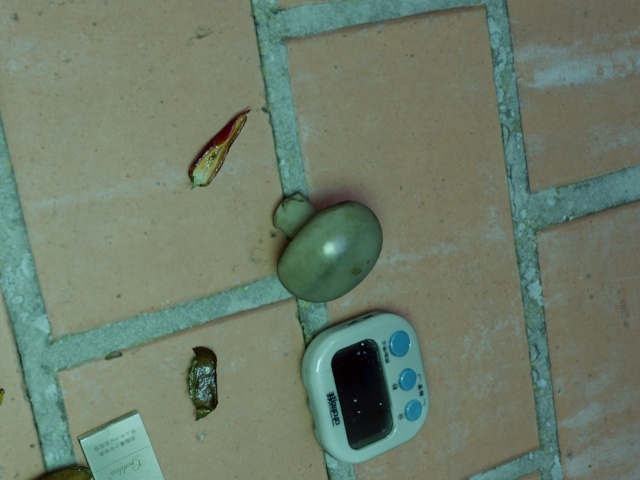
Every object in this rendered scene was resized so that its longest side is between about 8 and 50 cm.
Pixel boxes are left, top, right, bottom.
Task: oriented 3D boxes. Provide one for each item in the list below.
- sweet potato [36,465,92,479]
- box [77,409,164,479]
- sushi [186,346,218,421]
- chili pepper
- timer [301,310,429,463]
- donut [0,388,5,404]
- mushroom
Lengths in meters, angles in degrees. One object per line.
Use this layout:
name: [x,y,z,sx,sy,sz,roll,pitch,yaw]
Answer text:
sweet potato: [-0.505,0.488,1.532,0.112,0.112,0.359,43,79,-25]
box: [-0.326,0.397,1.655,0.109,0.029,0.198,-23,105,-23]
sushi: [-0.203,0.247,1.687,0.055,0.052,0.120,-4,101,-9]
chili pepper: [-0.173,-0.158,1.666,0.045,0.027,0.178,39,79,-30]
timer: [0.082,0.268,1.817,0.237,0.087,0.261,-18,104,-25]
donut: [-0.540,0.247,1.527,0.083,0.067,0.037,12,83,-60]
mushroom: [0.000,0.000,1.707,0.204,0.204,0.204,-4,98,-27]
